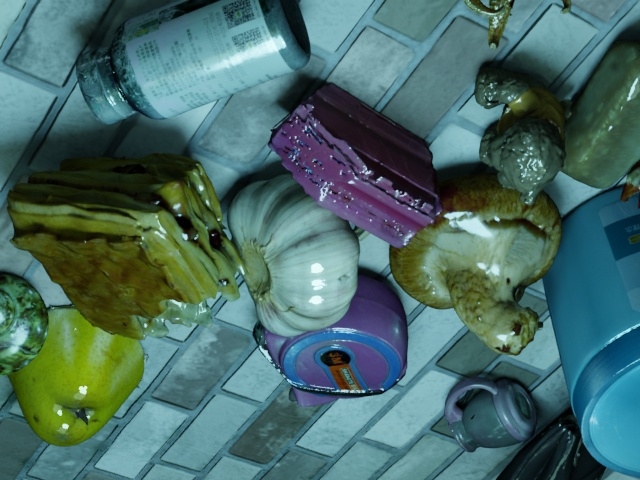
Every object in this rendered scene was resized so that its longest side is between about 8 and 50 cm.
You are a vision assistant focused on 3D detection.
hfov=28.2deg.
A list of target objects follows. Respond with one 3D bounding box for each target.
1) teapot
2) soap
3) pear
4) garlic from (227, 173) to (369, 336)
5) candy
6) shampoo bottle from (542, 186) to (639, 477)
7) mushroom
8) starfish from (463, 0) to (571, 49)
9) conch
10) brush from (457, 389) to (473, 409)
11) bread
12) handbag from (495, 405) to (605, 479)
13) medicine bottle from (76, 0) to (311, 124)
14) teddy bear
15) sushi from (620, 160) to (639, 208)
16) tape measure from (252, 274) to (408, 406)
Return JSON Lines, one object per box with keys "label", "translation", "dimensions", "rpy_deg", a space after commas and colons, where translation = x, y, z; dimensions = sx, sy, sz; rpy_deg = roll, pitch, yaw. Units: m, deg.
{"label": "teapot", "translation": [0.293, 0.317, 2.265], "dimensions": [0.146, 0.116, 0.148], "rpy_deg": [-30, 145, 28]}
{"label": "soap", "translation": [0.049, -0.119, 1.802], "dimensions": [0.250, 0.162, 0.099], "rpy_deg": [30, 131, -27]}
{"label": "pear", "translation": [-0.418, 0.254, 2.110], "dimensions": [0.267, 0.178, 0.267], "rpy_deg": [1, 133, 1]}
{"label": "garlic", "translation": [0.000, 0.000, 1.904], "dimensions": [0.253, 0.245, 0.245], "rpy_deg": [-25, 141, -27]}
{"label": "candy", "translation": [0.421, -0.179, 1.802], "dimensions": [0.104, 0.102, 0.234], "rpy_deg": [5, 133, -25]}
{"label": "shampoo bottle", "translation": [0.526, 0.133, 1.953], "dimensions": [0.331, 0.342, 0.331], "rpy_deg": [-3, 133, -3]}
{"label": "mushroom", "translation": [0.237, 0.016, 1.929], "dimensions": [0.267, 0.254, 0.267], "rpy_deg": [-2, 107, -8]}
{"label": "starfish", "translation": [0.254, -0.339, 1.660], "dimensions": [0.146, 0.074, 0.189], "rpy_deg": [-1, 134, -2]}
{"label": "conch", "translation": [-0.526, 0.134, 2.020], "dimensions": [0.187, 0.124, 0.181], "rpy_deg": [9, 127, 4]}
{"label": "brush", "translation": [0.260, 0.295, 2.317], "dimensions": [0.024, 0.008, 0.083], "rpy_deg": [9, 132, -14]}
{"label": "bread", "translation": [-0.253, 0.008, 1.852], "dimensions": [0.314, 0.191, 0.370], "rpy_deg": [4, 148, 26]}
{"label": "handbag", "translation": [0.434, 0.383, 2.251], "dimensions": [0.152, 0.342, 0.288], "rpy_deg": [36, 127, 21]}
{"label": "medicine bottle", "translation": [-0.170, -0.246, 1.669], "dimensions": [0.293, 0.141, 0.141], "rpy_deg": [-19, 132, 12]}
{"label": "teddy bear", "translation": [0.287, -0.143, 1.775], "dimensions": [0.140, 0.190, 0.177], "rpy_deg": [-3, 129, 7]}
{"label": "sushi", "translation": [0.568, -0.159, 1.827], "dimensions": [0.130, 0.124, 0.332], "rpy_deg": [28, 128, -13]}
{"label": "tape measure", "translation": [0.022, 0.159, 2.080], "dimensions": [0.245, 0.149, 0.231], "rpy_deg": [-9, 137, 14]}
